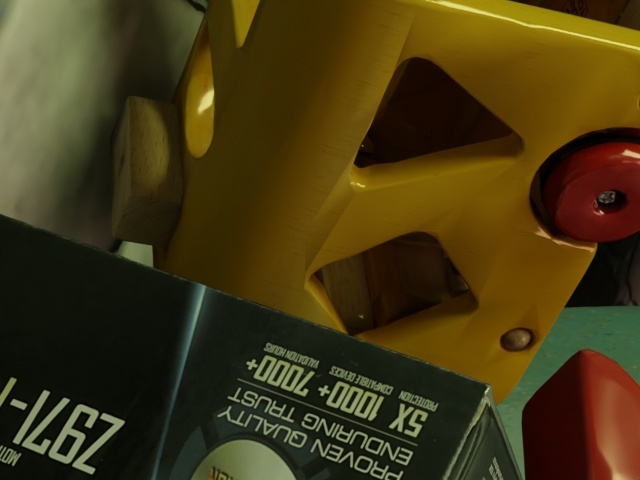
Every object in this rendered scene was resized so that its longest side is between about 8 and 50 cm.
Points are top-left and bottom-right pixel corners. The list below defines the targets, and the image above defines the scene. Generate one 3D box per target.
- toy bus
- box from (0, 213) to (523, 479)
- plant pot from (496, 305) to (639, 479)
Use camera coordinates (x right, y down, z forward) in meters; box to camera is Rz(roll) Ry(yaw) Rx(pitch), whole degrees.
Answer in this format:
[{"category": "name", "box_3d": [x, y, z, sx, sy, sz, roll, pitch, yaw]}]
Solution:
[{"category": "toy bus", "box_3d": [0.003, -0.012, 0.461, 0.191, 0.104, 0.202, 177, -77, -73]}, {"category": "box", "box_3d": [-0.028, 0.080, 0.411, 0.077, 0.147, 0.180, -61, 153, -22]}, {"category": "plant pot", "box_3d": [0.120, 0.155, 0.652, 0.252, 0.247, 0.247, -86, 172, -47]}]
